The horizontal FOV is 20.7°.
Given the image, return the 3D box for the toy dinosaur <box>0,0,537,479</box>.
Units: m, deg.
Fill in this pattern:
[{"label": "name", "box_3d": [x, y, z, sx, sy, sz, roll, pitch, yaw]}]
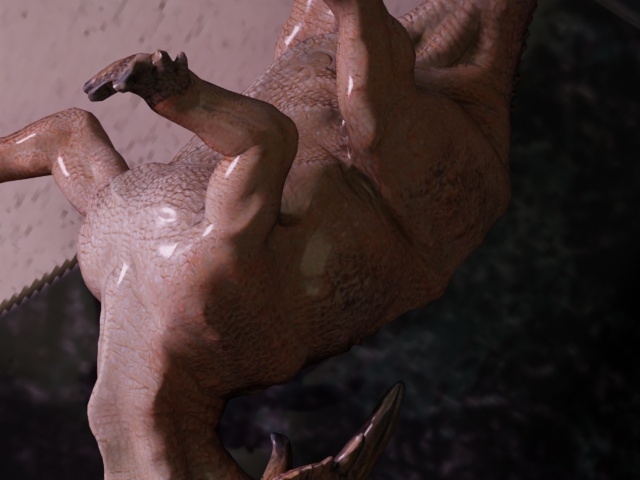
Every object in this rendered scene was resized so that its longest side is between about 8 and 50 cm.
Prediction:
[{"label": "toy dinosaur", "box_3d": [0.000, 0.000, 0.582, 0.295, 0.127, 0.200, -41, 112, -11]}]
